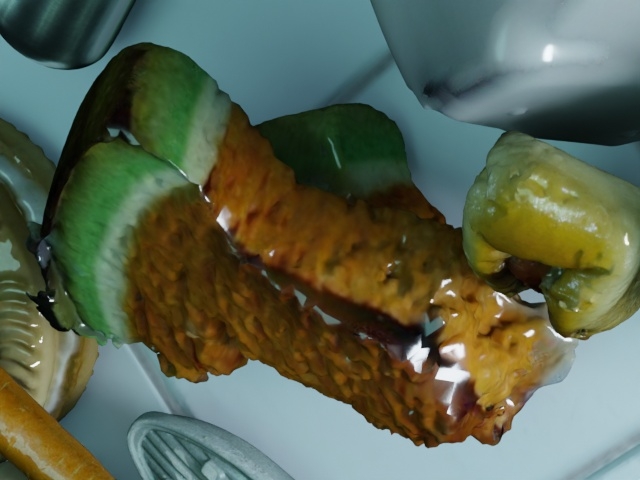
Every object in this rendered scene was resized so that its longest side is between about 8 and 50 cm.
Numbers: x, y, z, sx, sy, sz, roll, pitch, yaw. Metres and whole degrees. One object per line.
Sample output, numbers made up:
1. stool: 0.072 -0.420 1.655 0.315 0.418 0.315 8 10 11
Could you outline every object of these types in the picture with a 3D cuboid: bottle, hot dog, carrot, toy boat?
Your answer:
1. bottle: -0.102 -0.209 1.096 0.096 0.079 0.253 25 122 -13
2. hot dog: 0.115 0.003 0.902 0.084 0.242 0.073 31 93 11
3. carrot: -0.158 0.139 1.168 0.248 0.043 0.043 42 123 4
4. toy boat: -0.022 0.193 1.140 0.260 0.085 0.078 42 123 18

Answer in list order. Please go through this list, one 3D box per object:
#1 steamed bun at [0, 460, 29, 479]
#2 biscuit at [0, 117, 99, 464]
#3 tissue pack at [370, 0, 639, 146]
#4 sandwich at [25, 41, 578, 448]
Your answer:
1. steamed bun: -0.163 0.248 1.222 0.225 0.170 0.200 31 156 -1
2. biscuit: -0.254 0.036 1.259 0.259 0.079 0.259 10 108 31
3. tissue pack: 0.178 -0.190 0.810 0.333 0.229 0.236 -17 76 34
4. sandwich: 0.000 0.000 1.040 0.301 0.162 0.250 27 153 7
